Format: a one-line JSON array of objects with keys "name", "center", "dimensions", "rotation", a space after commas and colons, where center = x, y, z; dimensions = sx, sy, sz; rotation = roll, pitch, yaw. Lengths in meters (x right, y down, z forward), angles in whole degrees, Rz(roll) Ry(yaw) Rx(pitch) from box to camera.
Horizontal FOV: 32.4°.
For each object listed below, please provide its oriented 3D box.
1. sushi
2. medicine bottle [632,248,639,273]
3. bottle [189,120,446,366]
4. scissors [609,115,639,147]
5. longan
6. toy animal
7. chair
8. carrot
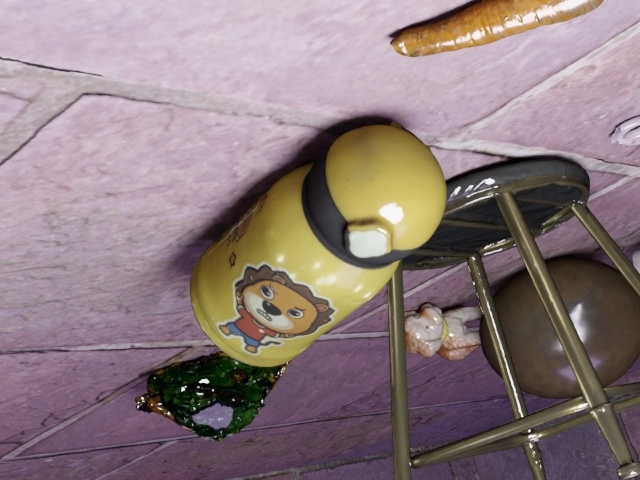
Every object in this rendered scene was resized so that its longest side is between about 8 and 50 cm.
[{"name": "sushi", "center": [-0.165, 0.263, 1.859], "dimensions": [0.287, 0.149, 0.140], "rotation": [-9, 158, -7]}, {"name": "medicine bottle", "center": [0.707, 0.025, 1.925], "dimensions": [0.293, 0.170, 0.170], "rotation": [-25, 161, 26]}, {"name": "bottle", "center": [0.000, 0.000, 1.205], "dimensions": [0.171, 0.171, 0.351], "rotation": [-5, 156, -35]}, {"name": "scissors", "center": [0.456, -0.165, 1.378], "dimensions": [0.189, 0.015, 0.100], "rotation": [-29, 161, 26]}, {"name": "longan", "center": [0.428, 0.160, 1.939], "dimensions": [0.300, 0.243, 0.300], "rotation": [1, 152, 1]}, {"name": "toy animal", "center": [0.197, 0.182, 2.037], "dimensions": [0.185, 0.104, 0.184], "rotation": [-7, 162, -41]}, {"name": "chair", "center": [0.277, 0.133, 1.448], "dimensions": [0.364, 0.410, 0.362], "rotation": [2, 155, -47]}, {"name": "carrot", "center": [0.154, -0.197, 0.960], "dimensions": [0.191, 0.047, 0.047], "rotation": [-16, 163, 15]}]
